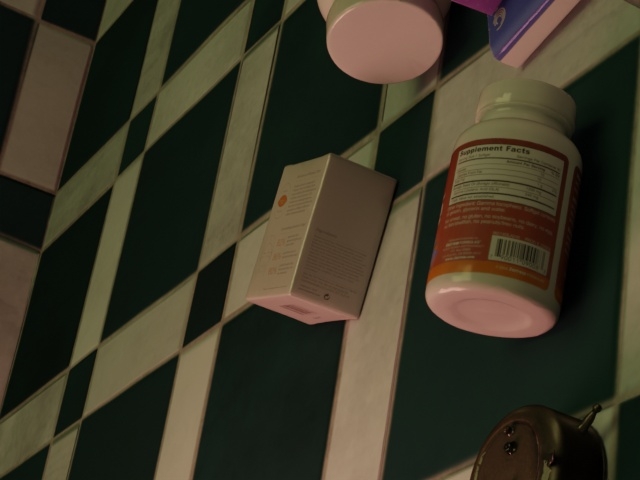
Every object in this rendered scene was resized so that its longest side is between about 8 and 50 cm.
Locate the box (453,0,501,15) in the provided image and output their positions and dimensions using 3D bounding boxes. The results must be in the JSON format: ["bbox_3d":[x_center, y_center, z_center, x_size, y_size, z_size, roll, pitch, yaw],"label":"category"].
[{"bbox_3d":[0.167,-0.400,1.738,0.201,0.057,0.293,-56,33,29],"label":"box"}]

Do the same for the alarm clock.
[{"bbox_3d":[0.162,0.207,1.369,0.192,0.064,0.129,-41,35,54],"label":"alarm clock"}]

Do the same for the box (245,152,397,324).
[{"bbox_3d":[0.000,0.000,1.888,0.130,0.091,0.170,-10,61,65],"label":"box"}]

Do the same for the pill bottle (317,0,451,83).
[{"bbox_3d":[0.075,-0.325,1.928,0.162,0.162,0.278,-47,31,42],"label":"pill bottle"}]

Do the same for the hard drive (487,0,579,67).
[{"bbox_3d":[0.266,-0.348,1.643,0.318,0.040,0.210,-49,31,44],"label":"hard drive"}]

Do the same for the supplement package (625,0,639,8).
[{"bbox_3d":[0.321,-0.320,1.391,0.244,0.134,0.139,-68,22,-1],"label":"supplement package"}]

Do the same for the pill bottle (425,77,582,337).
[{"bbox_3d":[0.170,-0.031,1.488,0.121,0.121,0.216,-29,44,57],"label":"pill bottle"}]
